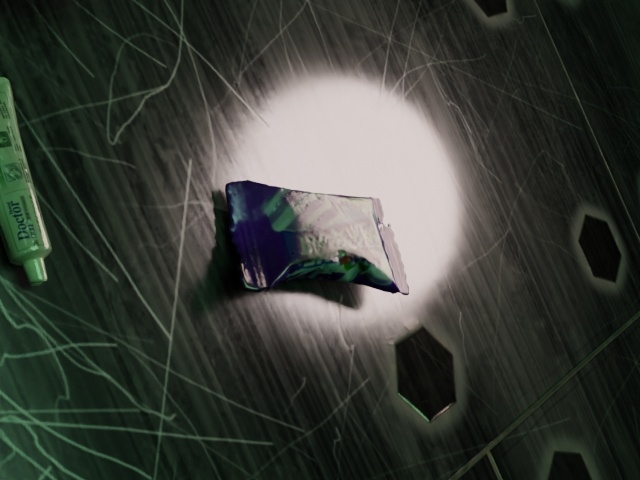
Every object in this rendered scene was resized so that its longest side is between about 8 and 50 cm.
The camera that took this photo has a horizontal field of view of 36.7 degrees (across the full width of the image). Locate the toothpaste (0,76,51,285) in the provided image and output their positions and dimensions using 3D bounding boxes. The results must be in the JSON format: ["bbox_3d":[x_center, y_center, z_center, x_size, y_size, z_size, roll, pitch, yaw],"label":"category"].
[{"bbox_3d":[-0.307,-0.060,0.945,0.064,0.041,0.218,-13,79,-39],"label":"toothpaste"}]

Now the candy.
[{"bbox_3d":[0.000,0.000,1.185,0.275,0.070,0.145,4,63,-40],"label":"candy"}]
